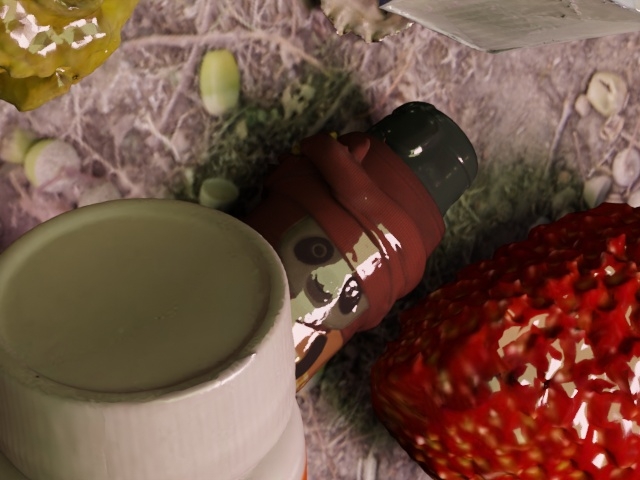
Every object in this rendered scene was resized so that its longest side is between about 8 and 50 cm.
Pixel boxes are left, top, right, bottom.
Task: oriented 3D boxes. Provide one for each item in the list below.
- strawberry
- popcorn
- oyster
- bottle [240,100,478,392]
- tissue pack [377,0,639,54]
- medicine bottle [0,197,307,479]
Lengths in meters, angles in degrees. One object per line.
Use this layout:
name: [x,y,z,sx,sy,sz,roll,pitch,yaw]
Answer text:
strawberry: [0.213,0.123,1.549,0.343,0.292,0.292,-23,117,-12]
popcorn: [-0.176,-0.192,1.222,0.195,0.173,0.168,-40,102,-11]
oyster: [0.052,-0.212,1.448,0.122,0.045,0.146,40,76,-38]
bottle: [0.000,0.000,1.408,0.271,0.143,0.156,-44,150,-16]
tissue pack: [0.158,-0.286,1.377,0.146,0.198,0.263,17,78,-37]
medicine bottle: [-0.111,0.170,1.260,0.211,0.211,0.371,-29,138,-28]
